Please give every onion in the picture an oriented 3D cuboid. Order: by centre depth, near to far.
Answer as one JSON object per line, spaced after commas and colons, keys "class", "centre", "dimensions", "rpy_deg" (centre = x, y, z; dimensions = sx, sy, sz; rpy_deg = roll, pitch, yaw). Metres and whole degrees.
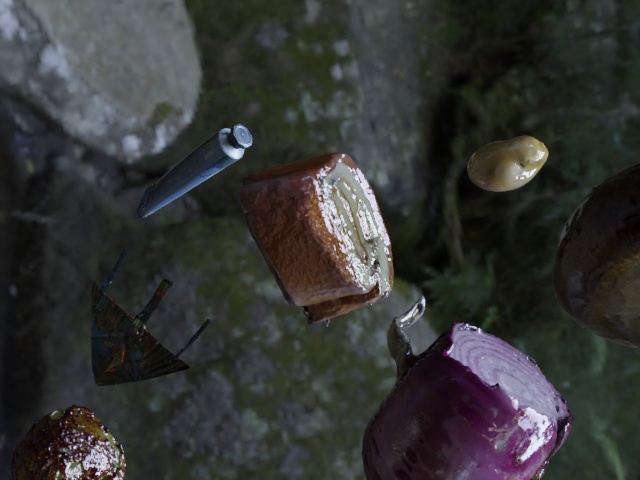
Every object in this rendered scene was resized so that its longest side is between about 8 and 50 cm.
{"class": "onion", "centre": [0.122, 0.178, 1.277], "dimensions": [0.207, 0.201, 0.200], "rpy_deg": [-123, -163, -70]}

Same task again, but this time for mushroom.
{"class": "mushroom", "centre": [0.451, 0.015, 1.713], "dimensions": [0.239, 0.345, 0.345], "rpy_deg": [56, -12, 48]}

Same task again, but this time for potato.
{"class": "potato", "centre": [0.198, -0.082, 1.498], "dimensions": [0.062, 0.083, 0.068], "rpy_deg": [45, 26, -16]}

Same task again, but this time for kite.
{"class": "kite", "centre": [-0.229, 0.112, 1.713], "dimensions": [0.183, 0.160, 0.010], "rpy_deg": [38, 4, 26]}

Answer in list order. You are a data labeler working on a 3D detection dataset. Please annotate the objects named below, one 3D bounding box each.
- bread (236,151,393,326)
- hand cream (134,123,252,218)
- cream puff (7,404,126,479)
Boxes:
{"class": "bread", "centre": [0.005, -0.004, 1.923], "dimensions": [0.244, 0.123, 0.190], "rpy_deg": [65, 28, -14]}
{"class": "hand cream", "centre": [-0.208, -0.114, 2.265], "dimensions": [0.055, 0.256, 0.088], "rpy_deg": [40, 41, -26]}
{"class": "cream puff", "centre": [-0.274, 0.257, 1.571], "dimensions": [0.149, 0.084, 0.149], "rpy_deg": [-5, 96, -52]}
